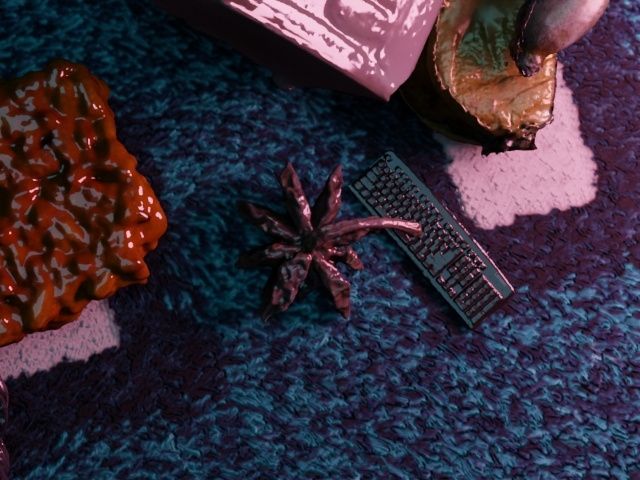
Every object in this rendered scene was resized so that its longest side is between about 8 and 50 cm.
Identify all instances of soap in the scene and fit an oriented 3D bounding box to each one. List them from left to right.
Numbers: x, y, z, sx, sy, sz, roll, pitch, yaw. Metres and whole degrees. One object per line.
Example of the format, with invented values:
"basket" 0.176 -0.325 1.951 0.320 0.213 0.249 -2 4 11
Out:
"soap" 0.011 -0.414 1.532 0.350 0.213 0.435 28 85 -41

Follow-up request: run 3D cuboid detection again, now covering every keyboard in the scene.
"keyboard" 0.146 -0.004 1.689 0.087 0.017 0.250 -40 89 -7

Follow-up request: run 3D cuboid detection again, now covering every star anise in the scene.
"star anise" 0.001 0.000 1.637 0.231 0.089 0.209 -33 96 4

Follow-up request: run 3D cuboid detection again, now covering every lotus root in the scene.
"lotus root" 0.286 -0.273 1.573 0.088 0.088 0.165 42 87 0

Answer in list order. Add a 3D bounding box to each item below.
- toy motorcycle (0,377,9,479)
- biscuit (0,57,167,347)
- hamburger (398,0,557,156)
"toy motorcycle" -0.439 0.298 1.535 0.213 0.125 0.358 -22 101 -10
"biscuit" -0.366 -0.044 1.594 0.318 0.110 0.312 -26 86 -6
"hamburger" 0.198 -0.256 1.661 0.211 0.132 0.308 7 83 -5
